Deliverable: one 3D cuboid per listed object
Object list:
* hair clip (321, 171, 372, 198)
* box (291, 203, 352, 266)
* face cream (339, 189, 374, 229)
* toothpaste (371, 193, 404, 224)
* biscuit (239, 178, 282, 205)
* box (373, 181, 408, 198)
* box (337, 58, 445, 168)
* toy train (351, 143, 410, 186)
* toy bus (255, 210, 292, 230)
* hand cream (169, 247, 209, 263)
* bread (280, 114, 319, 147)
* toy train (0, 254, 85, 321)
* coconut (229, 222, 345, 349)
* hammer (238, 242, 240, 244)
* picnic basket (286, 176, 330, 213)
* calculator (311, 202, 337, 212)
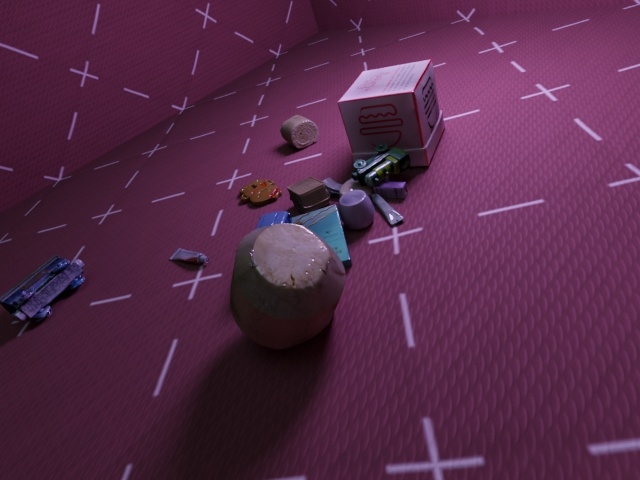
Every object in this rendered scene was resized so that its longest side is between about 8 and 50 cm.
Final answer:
[{"bbox_3d":[0.105,-0.196,1.628,0.218,0.071,0.159,17,48,36],"label":"hair clip"},{"bbox_3d":[0.000,0.000,1.391,0.161,0.041,0.229,-17,53,6],"label":"box"},{"bbox_3d":[0.120,-0.102,1.456,0.117,0.104,0.117,-16,36,12],"label":"face cream"},{"bbox_3d":[0.220,-0.111,1.482,0.048,0.029,0.197,-27,39,-3],"label":"toothpaste"},{"bbox_3d":[-0.257,-0.206,1.849,0.166,0.036,0.225,-32,37,-17],"label":"biscuit"},{"bbox_3d":[0.247,-0.179,1.537,0.117,0.051,0.036,8,44,32],"label":"box"},{"bbox_3d":[0.285,-0.485,1.700,0.312,0.300,0.314,2,42,29],"label":"box"},{"bbox_3d":[0.211,-0.265,1.561,0.200,0.083,0.132,-38,46,-15],"label":"toy train"},{"bbox_3d":[-0.158,0.009,1.431,0.116,0.134,0.234,-9,38,18],"label":"toy bus"},{"bbox_3d":[-0.488,0.062,1.625,0.216,0.038,0.052,6,19,41],"label":"hand cream"},{"bbox_3d":[-0.102,-0.527,2.103,0.148,0.134,0.141,-20,34,-21],"label":"bread"},{"bbox_3d":[-1.063,0.187,1.686,0.201,0.131,0.300,0,40,39],"label":"toy train"},{"bbox_3d":[-0.091,0.120,1.138,0.322,0.323,0.323,-14,36,11],"label":"coconut"},{"bbox_3d":[-0.234,0.037,1.530,0.065,0.021,0.178,-29,37,-12],"label":"hammer"},{"bbox_3d":[-0.045,-0.172,1.628,0.115,0.080,0.164,-25,25,-14],"label":"picnic basket"},{"bbox_3d":[-0.004,-0.071,1.545,0.126,0.034,0.191,-11,31,16],"label":"calculator"}]
